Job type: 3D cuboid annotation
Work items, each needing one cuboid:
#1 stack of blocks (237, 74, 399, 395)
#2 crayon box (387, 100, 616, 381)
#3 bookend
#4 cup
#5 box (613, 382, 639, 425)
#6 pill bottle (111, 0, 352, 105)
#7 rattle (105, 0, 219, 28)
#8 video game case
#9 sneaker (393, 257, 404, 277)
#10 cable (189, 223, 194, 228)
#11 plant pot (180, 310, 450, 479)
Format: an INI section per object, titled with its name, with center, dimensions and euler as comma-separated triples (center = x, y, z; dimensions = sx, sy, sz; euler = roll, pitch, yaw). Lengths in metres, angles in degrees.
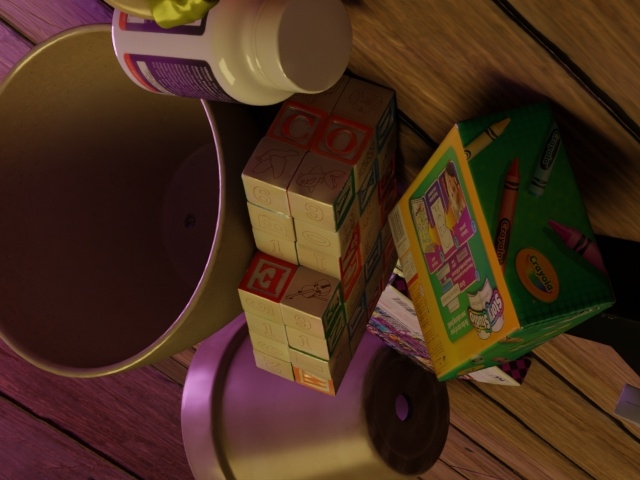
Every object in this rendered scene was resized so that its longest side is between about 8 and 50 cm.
[stack of blocks]
center = 0.000, 0.000, 1.239
dimensions = 0.087, 0.171, 0.297
euler = 20, 153, 15
[crayon box]
center = 0.140, 0.012, 1.119
dimensions = 0.081, 0.165, 0.278
euler = -14, 169, -12
[bookend]
center = 0.281, 0.067, 1.227
dimensions = 0.156, 0.072, 0.157
euler = 13, 158, 46
[cup]
center = -0.157, -0.031, 1.338
dimensions = 0.331, 0.331, 0.237
euler = 19, -173, 33
[box]
center = 0.398, 0.204, 1.429
dimensions = 0.145, 0.038, 0.186
euler = 22, 178, 23
[pill bottle]
center = -0.069, -0.163, 1.062
dimensions = 0.193, 0.108, 0.108
euler = 13, 157, 46
[rattle]
center = -0.117, -0.247, 0.906
dimensions = 0.199, 0.143, 0.130
euler = 42, 134, 4
[video game case]
center = 0.116, 0.099, 1.661
dimensions = 0.232, 0.042, 0.210
euler = 37, 162, -25
[sneaker]
center = 0.079, -0.004, 1.399
dimensions = 0.135, 0.052, 0.058
euler = 31, 157, -14
[cable]
center = -0.080, -0.032, 1.631
dimensions = 0.287, 0.072, 0.139
euler = 4, 136, 31
[plant pot]
center = 0.014, 0.241, 1.872
dimensions = 0.280, 0.323, 0.323
euler = -11, 140, 43
